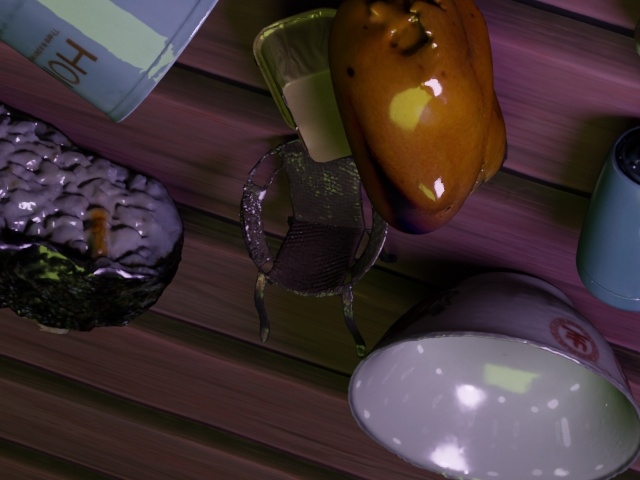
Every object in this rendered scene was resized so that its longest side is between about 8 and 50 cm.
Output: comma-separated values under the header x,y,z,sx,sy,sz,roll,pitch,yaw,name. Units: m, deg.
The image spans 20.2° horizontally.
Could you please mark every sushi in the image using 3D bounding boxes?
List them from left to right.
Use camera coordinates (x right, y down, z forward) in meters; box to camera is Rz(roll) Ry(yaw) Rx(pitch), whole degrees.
x,y,z,sx,sy,sz,roll,pitch,yaw,name
-0.332,-0.018,2.090,0.350,0.211,0.171,20,139,-13,sushi

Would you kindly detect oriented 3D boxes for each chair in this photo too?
x,y,z,sx,sy,sz,roll,pitch,yaw,name
0.000,0.000,1.996,0.174,0.149,0.213,9,139,20,chair

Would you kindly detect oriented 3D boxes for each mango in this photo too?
x,y,z,sx,sy,sz,roll,pitch,yaw,name
0.096,-0.130,1.711,0.152,0.201,0.287,-13,134,5,mango

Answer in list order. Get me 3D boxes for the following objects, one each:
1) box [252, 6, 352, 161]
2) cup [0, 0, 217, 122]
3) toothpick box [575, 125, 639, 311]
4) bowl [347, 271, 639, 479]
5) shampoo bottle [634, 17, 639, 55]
x,y,z,sx,sy,sz,roll,pitch,yaw,name
-0.001,-0.159,1.826,0.111,0.111,0.177,5,146,22,box
-0.240,-0.313,1.656,0.311,0.331,0.257,34,110,-14,cup
0.327,-0.025,1.806,0.120,0.120,0.184,15,141,10,toothpick box
0.209,0.140,2.043,0.337,0.157,0.337,10,146,7,bowl
0.385,-0.125,1.667,0.118,0.087,0.234,-11,134,30,shampoo bottle
